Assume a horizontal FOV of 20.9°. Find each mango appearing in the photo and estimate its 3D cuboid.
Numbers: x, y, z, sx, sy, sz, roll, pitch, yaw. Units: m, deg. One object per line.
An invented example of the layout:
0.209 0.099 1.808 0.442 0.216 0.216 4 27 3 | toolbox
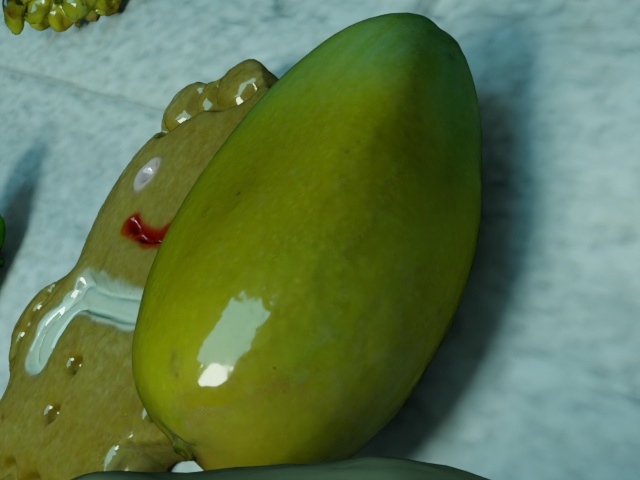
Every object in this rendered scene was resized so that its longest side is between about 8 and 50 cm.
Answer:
0.000 0.000 0.637 0.130 0.092 0.195 -2 55 53 | mango

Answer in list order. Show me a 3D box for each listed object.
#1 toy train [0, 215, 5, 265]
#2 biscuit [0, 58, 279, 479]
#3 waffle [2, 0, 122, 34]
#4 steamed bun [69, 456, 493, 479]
-0.206 0.047 0.907 0.209 0.042 0.044 -68 13 -20 | toy train
-0.078 0.029 0.764 0.184 0.035 0.249 17 75 56 | biscuit
-0.110 -0.228 1.026 0.228 0.051 0.231 -32 40 28 | waffle
-0.059 0.182 0.430 0.324 0.219 0.310 -5 57 51 | steamed bun
